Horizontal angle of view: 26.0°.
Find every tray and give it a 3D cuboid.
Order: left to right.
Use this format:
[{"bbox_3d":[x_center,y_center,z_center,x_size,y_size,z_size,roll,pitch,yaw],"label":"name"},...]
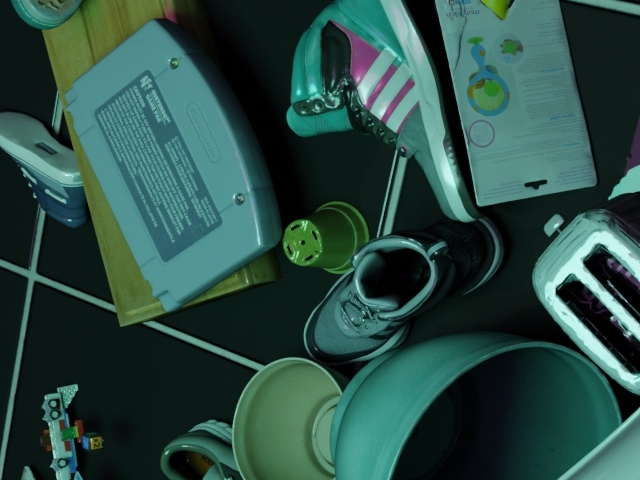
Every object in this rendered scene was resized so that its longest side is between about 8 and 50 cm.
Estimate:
[{"bbox_3d":[-0.200,-0.121,1.659,0.203,0.076,0.410,-19,85,32],"label":"tray"}]

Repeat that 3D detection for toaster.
[{"bbox_3d":[0.308,0.059,1.318,0.227,0.146,0.129,50,118,18],"label":"toaster"}]

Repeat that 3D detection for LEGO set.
[{"bbox_3d":[-0.319,0.309,1.767,0.182,0.060,0.244,48,131,41],"label":"LEGO set"}]

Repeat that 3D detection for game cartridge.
[{"bbox_3d":[-0.163,-0.091,1.567,0.196,0.060,0.294,-33,77,33],"label":"game cartridge"}]

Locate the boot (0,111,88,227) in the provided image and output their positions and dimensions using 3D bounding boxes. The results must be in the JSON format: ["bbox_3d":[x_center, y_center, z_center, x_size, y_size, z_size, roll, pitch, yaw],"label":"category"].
[{"bbox_3d":[-0.363,-0.091,1.769,0.190,0.069,0.086,36,132,36],"label":"boot"}]

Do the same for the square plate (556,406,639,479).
[{"bbox_3d":[0.413,0.256,1.268,0.344,0.049,0.347,39,115,-3],"label":"square plate"}]

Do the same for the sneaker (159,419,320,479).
[{"bbox_3d":[-0.071,0.299,1.598,0.272,0.108,0.100,22,104,27],"label":"sneaker"}]

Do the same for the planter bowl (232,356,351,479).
[{"bbox_3d":[-0.002,0.214,1.536,0.162,0.109,0.162,-7,78,36],"label":"planter bowl"}]

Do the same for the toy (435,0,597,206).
[{"bbox_3d":[0.190,-0.160,1.407,0.056,0.137,0.237,171,89,-72],"label":"toy"}]

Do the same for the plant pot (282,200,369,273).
[{"bbox_3d":[0.000,0.000,1.542,0.083,0.079,0.083,3,97,31],"label":"plant pot"}]

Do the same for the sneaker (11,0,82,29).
[{"bbox_3d":[-0.352,-0.358,1.686,0.121,0.108,0.302,-43,45,40],"label":"sneaker"}]

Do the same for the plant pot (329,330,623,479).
[{"bbox_3d":[0.130,0.216,1.389,0.196,0.293,0.293,23,108,56],"label":"plant pot"}]

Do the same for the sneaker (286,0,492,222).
[{"bbox_3d":[0.059,-0.132,1.465,0.178,0.124,0.295,-26,73,26],"label":"sneaker"}]

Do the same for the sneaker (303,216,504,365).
[{"bbox_3d":[0.058,0.057,1.468,0.269,0.153,0.101,-35,76,29],"label":"sneaker"}]
